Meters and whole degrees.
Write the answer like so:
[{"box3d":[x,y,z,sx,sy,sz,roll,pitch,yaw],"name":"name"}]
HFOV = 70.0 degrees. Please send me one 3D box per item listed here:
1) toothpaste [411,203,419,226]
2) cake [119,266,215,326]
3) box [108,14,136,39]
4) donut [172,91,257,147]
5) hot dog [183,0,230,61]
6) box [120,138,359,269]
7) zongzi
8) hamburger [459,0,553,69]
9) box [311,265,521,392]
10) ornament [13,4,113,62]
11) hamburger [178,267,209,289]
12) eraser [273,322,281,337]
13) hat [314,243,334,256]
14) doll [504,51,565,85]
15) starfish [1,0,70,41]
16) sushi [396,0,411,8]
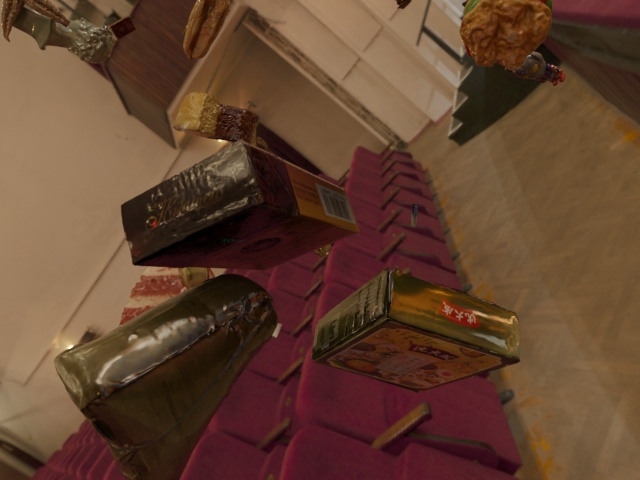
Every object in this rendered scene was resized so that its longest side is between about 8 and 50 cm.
[{"box3d":[0.312,-0.083,1.513,0.015,0.024,0.083,-72,-18,-57],"name":"toothpaste"},{"box3d":[-0.512,0.249,1.654,0.269,0.270,0.319,75,-165,-46],"name":"cake"},{"box3d":[-0.725,-0.779,1.675,0.082,0.051,0.023,-39,47,-15],"name":"box"},{"box3d":[-0.293,-0.329,1.240,0.295,0.151,0.112,-2,-73,-68],"name":"donut"},{"box3d":[-0.402,-0.749,1.588,0.269,0.109,0.072,-61,17,10],"name":"hot dog"},{"box3d":[-0.124,-0.038,0.872,0.265,0.115,0.415,-21,-13,21],"name":"box"},{"box3d":[-0.217,0.274,0.829,0.356,0.392,0.174,-31,35,-34],"name":"zongzi"},{"box3d":[0.463,-0.542,1.148,0.237,0.237,0.148,-39,27,52],"name":"hamburger"},{"box3d":[0.228,0.256,1.196,0.420,0.373,0.138,-46,28,53],"name":"box"},{"box3d":[-0.821,-0.656,1.465,0.130,0.286,0.120,-65,33,32],"name":"ornament"},{"box3d":[-0.360,0.079,1.303,0.141,0.082,0.126,109,155,-60],"name":"hamburger"},{"box3d":[-0.163,0.326,1.652,0.122,0.029,0.052,120,170,-73],"name":"eraser"},{"box3d":[0.000,0.000,1.323,0.059,0.077,0.076,-38,-31,-17],"name":"hat"},{"box3d":[0.628,-0.506,1.350,0.104,0.195,0.062,-135,61,-73],"name":"doll"},{"box3d":[-0.854,-0.721,1.338,0.048,0.232,0.294,-121,45,-68],"name":"starfish"},{"box3d":[0.270,-0.822,1.530,0.055,0.052,0.120,-18,70,31],"name":"sushi"}]
